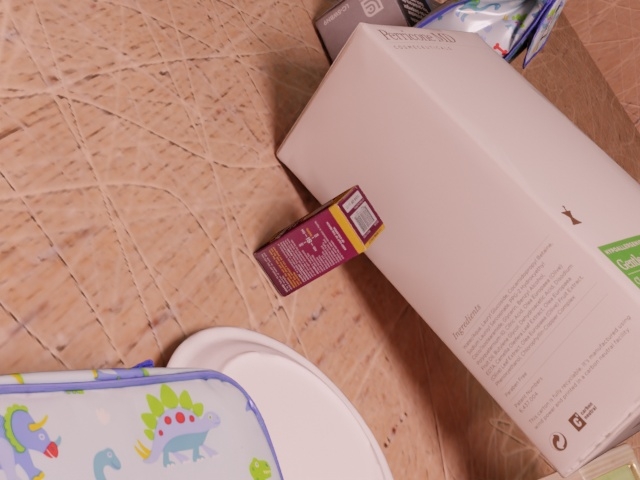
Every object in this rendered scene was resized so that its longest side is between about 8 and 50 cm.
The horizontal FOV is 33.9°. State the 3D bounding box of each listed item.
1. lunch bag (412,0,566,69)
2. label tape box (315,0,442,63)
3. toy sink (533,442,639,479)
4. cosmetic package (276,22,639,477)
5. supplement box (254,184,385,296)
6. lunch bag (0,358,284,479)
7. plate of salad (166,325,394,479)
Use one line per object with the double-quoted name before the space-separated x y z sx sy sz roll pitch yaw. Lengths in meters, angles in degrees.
"lunch bag" 0.179 -0.216 1.033 0.096 0.151 0.129 55 28 -5
"label tape box" 0.150 -0.102 1.152 0.240 0.106 0.334 5 58 -58
"toy sink" 0.234 0.300 0.853 0.152 0.131 0.234 7 57 -58
"cosmetic package" 0.160 -0.008 0.874 0.197 0.155 0.365 -12 54 -51
"supplement box" 0.000 0.000 0.806 0.043 0.083 0.055 56 26 -6
"lunch bag" -0.102 0.143 0.463 0.219 0.090 0.176 4 62 -53
"plate of salad" -0.025 0.143 0.659 0.199 0.048 0.200 35 29 -23
